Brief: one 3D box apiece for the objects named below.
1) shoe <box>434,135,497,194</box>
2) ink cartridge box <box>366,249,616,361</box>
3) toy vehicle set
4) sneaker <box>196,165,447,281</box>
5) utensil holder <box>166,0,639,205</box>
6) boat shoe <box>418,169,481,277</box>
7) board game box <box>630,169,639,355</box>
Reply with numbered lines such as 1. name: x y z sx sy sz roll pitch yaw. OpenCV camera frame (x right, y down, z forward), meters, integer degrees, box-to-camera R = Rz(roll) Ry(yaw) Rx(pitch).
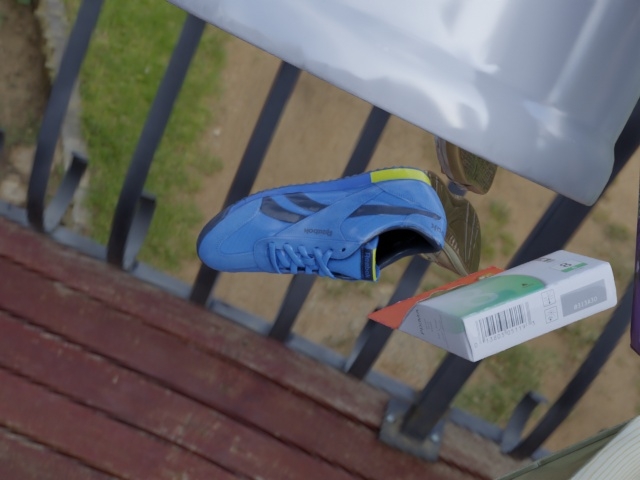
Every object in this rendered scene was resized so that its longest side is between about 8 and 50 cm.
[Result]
1. shoe: 0.142 -0.095 1.314 0.058 0.219 0.076 22 83 17
2. ink cartridge box: 0.170 0.053 1.339 0.181 0.056 0.225 -19 18 -22
3. toy vehicle set: 0.090 0.208 0.859 0.166 0.267 0.035 -24 82 -48
4. sneaker: 0.000 0.000 1.050 0.209 0.069 0.082 -12 51 3
5. utensil holder: 0.103 -0.263 0.768 0.328 0.385 0.327 25 8 -3
6. boat shoe: 0.192 -0.030 2.230 0.110 0.341 0.121 -1 64 27
7. board game box: 0.261 -0.112 0.598 0.208 0.346 0.056 2 7 7
